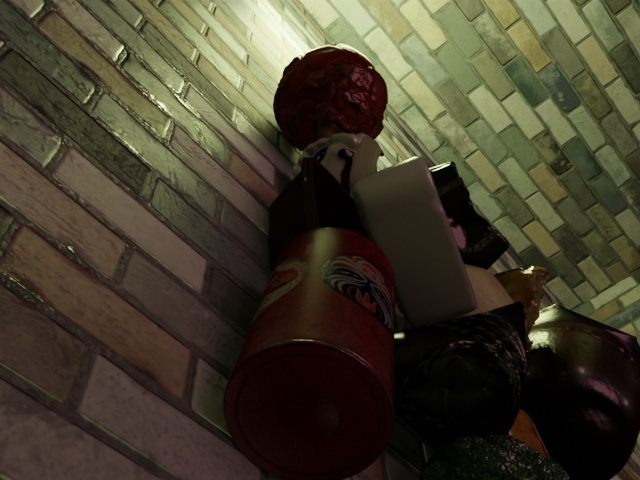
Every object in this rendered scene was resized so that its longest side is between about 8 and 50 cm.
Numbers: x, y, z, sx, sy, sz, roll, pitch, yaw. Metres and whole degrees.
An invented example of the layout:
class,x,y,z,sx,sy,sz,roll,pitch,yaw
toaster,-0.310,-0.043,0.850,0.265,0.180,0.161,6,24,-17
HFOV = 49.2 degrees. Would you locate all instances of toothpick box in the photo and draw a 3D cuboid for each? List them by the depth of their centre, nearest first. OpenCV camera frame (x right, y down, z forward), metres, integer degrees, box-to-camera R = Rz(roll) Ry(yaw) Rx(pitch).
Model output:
class,x,y,z,sx,sy,sz,roll,pitch,yaw
toothpick box,0.002,0.137,0.955,0.204,0.204,0.333,48,21,-13

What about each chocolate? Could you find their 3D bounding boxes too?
class,x,y,z,sx,sy,sz,roll,pitch,yaw
chocolate,0.552,0.373,1.591,0.384,0.383,0.331,56,23,8

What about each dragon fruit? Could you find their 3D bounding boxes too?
class,x,y,z,sx,sy,sz,roll,pitch,yaw
dragon fruit,0.024,-0.330,1.685,0.277,0.277,0.343,42,16,-28

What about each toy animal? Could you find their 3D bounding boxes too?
class,x,y,z,sx,sy,sz,roll,pitch,yaw
toy animal,0.031,-0.131,1.524,0.204,0.155,0.208,10,91,-59

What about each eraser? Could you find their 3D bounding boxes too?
class,x,y,z,sx,sy,sz,roll,pitch,yaw
eraser,0.167,-0.030,1.330,0.331,0.149,0.332,-22,90,-80

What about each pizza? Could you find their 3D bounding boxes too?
class,x,y,z,sx,sy,sz,roll,pitch,yaw
pizza,0.416,0.193,1.648,0.089,0.323,0.223,23,49,-33

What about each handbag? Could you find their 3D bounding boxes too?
class,x,y,z,sx,sy,sz,roll,pitch,yaw
handbag,0.270,-0.012,1.684,0.342,0.288,0.152,52,20,-7

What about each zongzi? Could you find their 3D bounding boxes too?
class,x,y,z,sx,sy,sz,roll,pitch,yaw
zongzi,0.272,0.213,1.249,0.383,0.318,0.362,49,59,-44

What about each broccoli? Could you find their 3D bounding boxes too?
class,x,y,z,sx,sy,sz,roll,pitch,yaw
broccoli,0.258,0.425,1.040,0.270,0.269,0.270,43,54,-26

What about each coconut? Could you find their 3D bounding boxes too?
class,x,y,z,sx,sy,sz,roll,pitch,yaw
coconut,0.312,0.193,1.503,0.245,0.245,0.247,29,30,-49

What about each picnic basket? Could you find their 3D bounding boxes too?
class,x,y,z,sx,sy,sz,roll,pitch,yaw
picnic basket,0.000,0.000,1.289,0.222,0.129,0.297,44,22,-29

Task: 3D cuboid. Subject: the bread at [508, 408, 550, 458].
class,x,y,z,sx,sy,sz,roll,pitch,yaw
bread,0.374,0.436,1.390,0.179,0.133,0.250,25,33,-52
